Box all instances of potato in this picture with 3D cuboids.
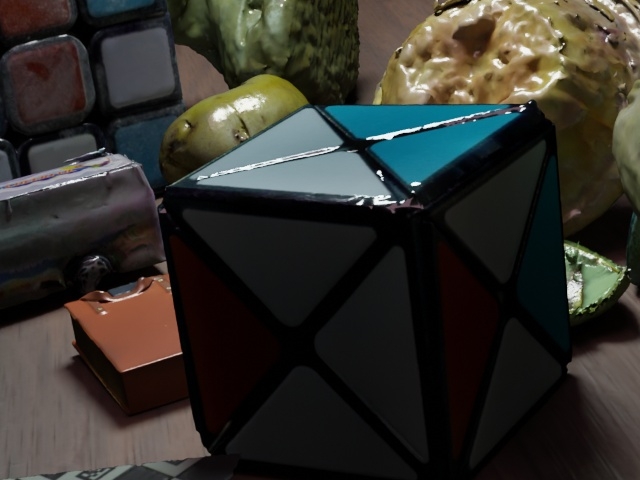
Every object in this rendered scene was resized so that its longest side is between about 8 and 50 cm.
[{"bbox_3d":[-0.093,-0.118,2.091,0.200,0.137,0.154,-26,25,-36],"label":"potato"}]

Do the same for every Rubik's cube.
[{"bbox_3d":[-0.393,-0.224,2.202,0.359,0.363,0.362,-14,18,-21],"label":"Rubik's cube"},{"bbox_3d":[0.043,0.036,1.431,0.248,0.250,0.246,5,24,31],"label":"Rubik's cube"}]

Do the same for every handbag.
[{"bbox_3d":[-0.155,0.092,1.653,0.127,0.063,0.190,-17,25,-20],"label":"handbag"}]

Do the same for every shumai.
[{"bbox_3d":[-0.110,-0.296,2.394,0.288,0.292,0.330,-5,-6,19],"label":"shumai"}]

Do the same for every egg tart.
[{"bbox_3d":[0.180,-0.147,1.807,0.352,0.150,0.352,-14,59,26],"label":"egg tart"}]

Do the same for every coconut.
[{"bbox_3d":[0.222,0.047,1.600,0.133,0.055,0.158,4,25,30],"label":"coconut"}]

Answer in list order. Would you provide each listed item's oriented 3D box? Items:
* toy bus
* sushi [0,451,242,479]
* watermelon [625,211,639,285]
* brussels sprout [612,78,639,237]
[{"bbox_3d":[-0.329,0.004,1.860,0.317,0.138,0.112,-16,19,-23],"label":"toy bus"},{"bbox_3d":[-0.183,0.242,1.262,0.231,0.047,0.219,-8,24,16],"label":"sushi"},{"bbox_3d":[0.441,-0.043,1.689,0.320,0.214,0.289,-47,-19,4],"label":"watermelon"},{"bbox_3d":[0.372,-0.022,1.412,0.242,0.274,0.316,-40,23,-14],"label":"brussels sprout"}]
